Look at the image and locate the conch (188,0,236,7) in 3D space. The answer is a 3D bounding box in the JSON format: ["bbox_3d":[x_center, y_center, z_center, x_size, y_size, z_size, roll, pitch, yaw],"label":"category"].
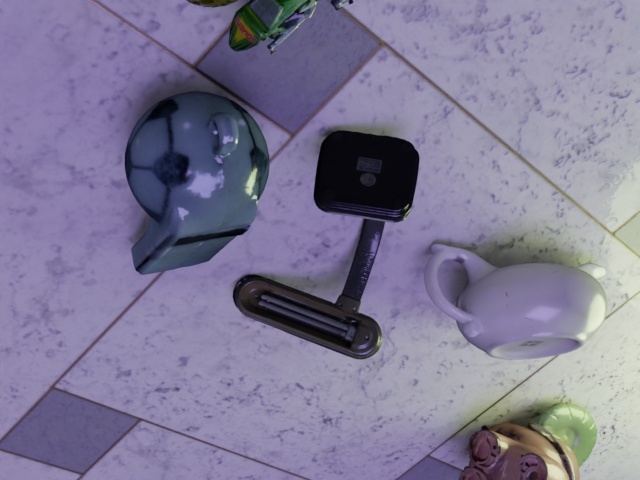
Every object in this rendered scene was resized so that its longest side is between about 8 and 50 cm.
[{"bbox_3d":[-0.132,-0.282,0.746,0.187,0.124,0.181,-9,151,29],"label":"conch"}]

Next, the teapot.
[{"bbox_3d":[0.280,0.084,1.174,0.298,0.139,0.204,9,159,-27],"label":"teapot"}]

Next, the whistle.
[{"bbox_3d":[-0.143,-0.071,0.925,0.164,0.163,0.290,8,162,-23],"label":"whistle"}]

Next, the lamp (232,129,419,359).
[{"bbox_3d":[0.001,-0.003,1.050,0.203,0.124,0.283,11,132,1],"label":"lamp"}]

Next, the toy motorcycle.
[{"bbox_3d":[-0.012,-0.250,0.797,0.106,0.074,0.190,-37,177,-45],"label":"toy motorcycle"}]

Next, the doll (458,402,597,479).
[{"bbox_3d":[0.365,0.410,1.422,0.268,0.216,0.284,18,91,-35],"label":"doll"}]
